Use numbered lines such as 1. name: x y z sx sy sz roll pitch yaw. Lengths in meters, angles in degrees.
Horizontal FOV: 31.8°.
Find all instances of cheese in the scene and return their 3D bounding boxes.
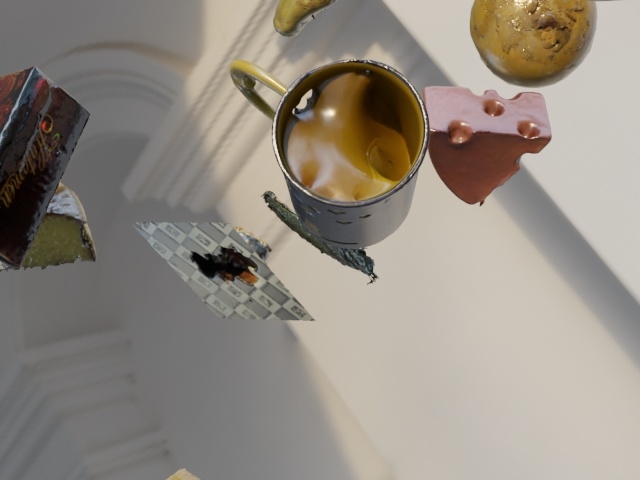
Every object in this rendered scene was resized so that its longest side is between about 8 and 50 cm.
1. cheese: 0.243 -0.177 1.851 0.177 0.128 0.203 24 -45 -25

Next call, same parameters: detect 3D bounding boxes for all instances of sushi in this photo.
1. sushi: -0.158 0.037 1.936 0.290 0.264 0.050 -2 46 49

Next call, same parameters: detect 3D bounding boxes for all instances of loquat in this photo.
1. loquat: 0.382 -0.389 2.014 0.235 0.235 0.235 -30 -22 -13

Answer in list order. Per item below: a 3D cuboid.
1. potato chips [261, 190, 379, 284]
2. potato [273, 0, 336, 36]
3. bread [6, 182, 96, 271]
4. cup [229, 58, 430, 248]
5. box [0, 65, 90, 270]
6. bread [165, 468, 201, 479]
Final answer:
1. potato chips: 0.003 -0.004 1.687 0.029 0.220 0.202 -52 -21 -8
2. potato: -0.027 -0.405 1.908 0.138 0.070 0.091 -37 4 20
3. bread: -0.473 -0.035 1.793 0.260 0.134 0.129 -3 -40 12
4. cup: 0.020 -0.130 1.389 0.178 0.255 0.256 -24 -12 -4
5. box: -0.530 -0.078 1.594 0.415 0.264 0.116 -7 -37 41
6. bread: -0.252 0.450 2.022 0.077 0.152 0.105 -41 -45 -17
